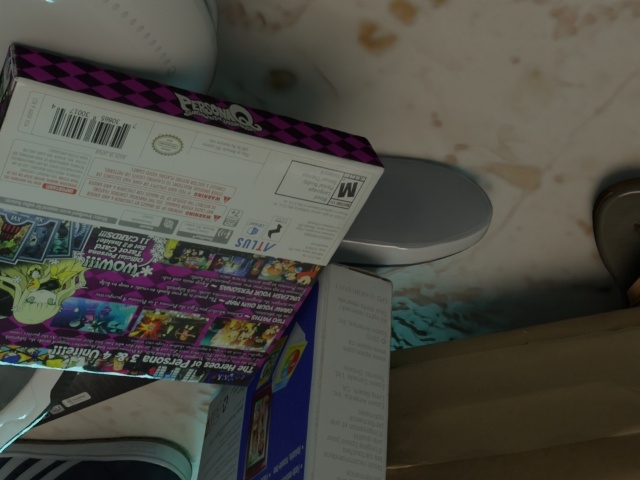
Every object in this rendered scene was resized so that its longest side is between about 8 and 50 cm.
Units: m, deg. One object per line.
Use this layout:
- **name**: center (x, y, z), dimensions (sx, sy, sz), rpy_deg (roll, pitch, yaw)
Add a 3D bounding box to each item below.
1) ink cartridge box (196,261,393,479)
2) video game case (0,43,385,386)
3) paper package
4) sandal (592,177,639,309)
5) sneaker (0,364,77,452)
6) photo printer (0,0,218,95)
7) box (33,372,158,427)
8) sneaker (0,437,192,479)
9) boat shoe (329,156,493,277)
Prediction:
- **ink cartridge box**: center (-0.039, 0.217, 0.696), dimensions (0.072, 0.307, 0.303), rpy_deg (15, 146, -17)
- **video game case**: center (-0.107, 0.002, 0.595), dimensions (0.232, 0.042, 0.210), rpy_deg (10, 126, -31)
- **paper package**: center (0.200, 0.226, 0.795), dimensions (0.309, 0.168, 0.325), rpy_deg (-12, 134, 11)
- **sandal**: center (0.273, 0.045, 0.767), dimensions (0.090, 0.060, 0.219), rpy_deg (-10, 123, 9)
- **sneaker**: center (-0.294, 0.071, 0.715), dimensions (0.178, 0.124, 0.295), rpy_deg (32, 121, -27)
- **photo printer**: center (-0.218, -0.137, 0.572), dimensions (0.307, 0.107, 0.256), rpy_deg (-3, 166, 4)
- **box**: center (-0.215, 0.053, 0.799), dimensions (0.231, 0.056, 0.183), rpy_deg (-22, 121, 16)
- **sneaker**: center (-0.268, 0.271, 0.891), dimensions (0.282, 0.153, 0.099), rpy_deg (-8, 123, 8)
- **boat shoe**: center (0.000, 0.000, 0.731), dimensions (0.258, 0.095, 0.084), rpy_deg (-4, 143, -5)
